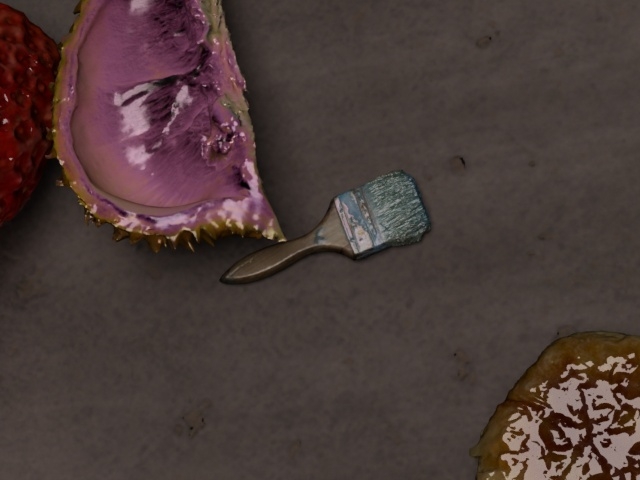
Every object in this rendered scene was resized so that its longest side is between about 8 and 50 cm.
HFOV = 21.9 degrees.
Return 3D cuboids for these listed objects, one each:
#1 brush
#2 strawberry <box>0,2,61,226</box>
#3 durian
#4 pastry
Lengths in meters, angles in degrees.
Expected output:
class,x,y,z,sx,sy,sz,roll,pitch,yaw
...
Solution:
class,x,y,z,sx,sy,sz,roll,pitch,yaw
brush,0.000,0.000,1.465,0.196,0.021,0.070,-23,71,8
strawberry,-0.396,-0.080,1.475,0.291,0.310,0.292,6,101,30
durian,-0.149,-0.115,1.486,0.191,0.112,0.341,-18,65,4
pastry,0.227,0.172,1.320,0.182,0.093,0.192,39,87,23
